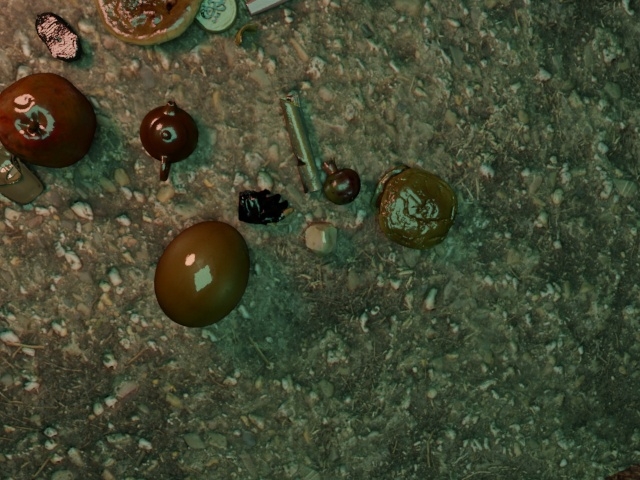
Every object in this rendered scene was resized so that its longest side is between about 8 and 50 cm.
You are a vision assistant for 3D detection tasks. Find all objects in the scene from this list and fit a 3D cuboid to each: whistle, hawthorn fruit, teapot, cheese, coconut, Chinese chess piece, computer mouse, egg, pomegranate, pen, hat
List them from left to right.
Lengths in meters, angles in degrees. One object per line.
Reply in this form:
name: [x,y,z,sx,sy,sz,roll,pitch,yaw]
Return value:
hat: [-0.948,-0.193,1.743,0.147,0.085,0.175,-40,128,-3]
hawthorn fruit: [-0.793,-0.341,1.610,0.276,0.298,0.277,-3,106,-10]
computer mouse: [-0.775,-0.603,1.683,0.099,0.057,0.172,-40,93,3]
teapot: [-0.476,-0.308,1.752,0.178,0.135,0.252,9,99,-7]
egg: [-0.368,0.106,1.780,0.282,0.282,0.351,31,90,-14]
Chinese chess piece: [-0.324,-0.709,1.728,0.144,0.058,0.144,-2,103,-8]
cheese: [-0.233,-0.648,1.758,0.084,0.060,0.041,-39,104,-7]
pen: [-0.135,-0.762,1.761,0.197,0.032,0.053,-24,104,-1]
whistle: [-0.063,-0.315,1.854,0.067,0.057,0.327,-16,104,-8]
coconut: [0.000,0.000,1.904,0.110,0.110,0.125,0,98,-9]
pomegranate: [0.070,-0.197,1.876,0.129,0.129,0.159,-5,71,-8]

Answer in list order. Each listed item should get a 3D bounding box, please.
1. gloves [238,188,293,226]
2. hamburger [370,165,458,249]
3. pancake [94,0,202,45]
gloves: [-0.177,-0.103,1.856,0.180,0.106,0.129,2,100,-6]
hamburger: [0.321,-0.108,1.920,0.284,0.134,0.266,19,100,-14]
pancake: [-0.509,-0.755,1.673,0.356,0.065,0.356,0,95,-1]
